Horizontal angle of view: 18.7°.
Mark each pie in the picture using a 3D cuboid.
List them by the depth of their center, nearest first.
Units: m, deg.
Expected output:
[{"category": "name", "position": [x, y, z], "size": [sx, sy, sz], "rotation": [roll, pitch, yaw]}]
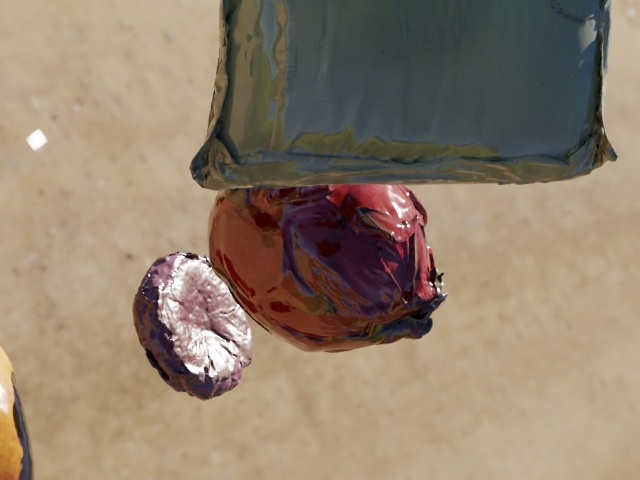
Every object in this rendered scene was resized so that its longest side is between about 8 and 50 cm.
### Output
[{"category": "pie", "position": [-0.116, 0.078, 1.796], "size": [0.153, 0.038, 0.154], "rotation": [41, 36, -39]}]

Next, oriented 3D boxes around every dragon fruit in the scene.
[{"category": "dragon fruit", "position": [0.000, 0.000, 1.515], "size": [0.172, 0.172, 0.209], "rotation": [24, 25, -54]}]

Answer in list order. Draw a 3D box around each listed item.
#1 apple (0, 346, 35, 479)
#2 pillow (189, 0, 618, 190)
[{"category": "apple", "position": [-0.404, 0.196, 1.720], "size": [0.275, 0.299, 0.299], "rotation": [0, 54, -27]}, {"category": "pillow", "position": [0.041, -0.079, 0.857], "size": [0.208, 0.119, 0.053], "rotation": [-1, 20, -24]}]
